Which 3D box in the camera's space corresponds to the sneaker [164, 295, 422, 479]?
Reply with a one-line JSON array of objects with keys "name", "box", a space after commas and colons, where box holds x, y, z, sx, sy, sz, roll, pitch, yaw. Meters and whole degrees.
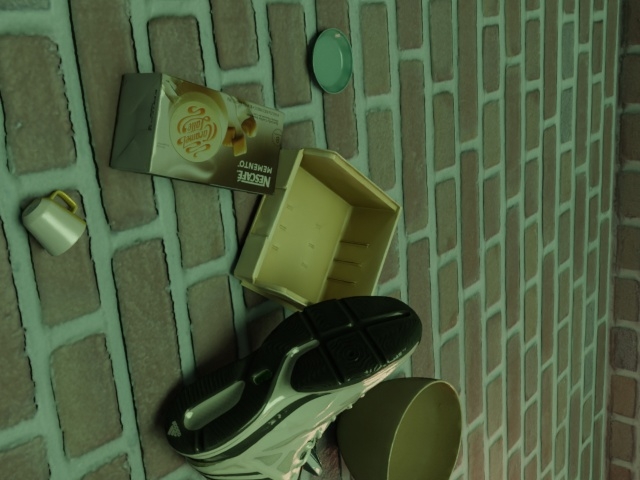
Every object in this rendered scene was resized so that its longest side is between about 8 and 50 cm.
[{"name": "sneaker", "box": [-0.024, 0.273, 1.225, 0.448, 0.169, 0.257, -26, 139, -9]}]

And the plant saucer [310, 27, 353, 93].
[{"name": "plant saucer", "box": [0.017, -0.335, 1.333, 0.119, 0.021, 0.119, -13, 106, -49]}]

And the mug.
[{"name": "mug", "box": [-0.354, -0.026, 0.933, 0.062, 0.078, 0.064, -40, 123, 2]}]

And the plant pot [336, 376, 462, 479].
[{"name": "plant pot", "box": [0.146, 0.410, 1.496, 0.284, 0.191, 0.284, -14, 108, -48]}]

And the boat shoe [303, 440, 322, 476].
[{"name": "boat shoe", "box": [-0.028, 0.380, 1.380, 0.083, 0.065, 0.183, -52, 131, -28]}]

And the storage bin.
[{"name": "storage bin", "box": [0.000, 0.000, 1.297, 0.260, 0.123, 0.262, 34, 72, -48]}]

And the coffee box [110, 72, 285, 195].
[{"name": "coffee box", "box": [-0.178, -0.153, 1.074, 0.246, 0.098, 0.141, 9, 90, -50]}]
